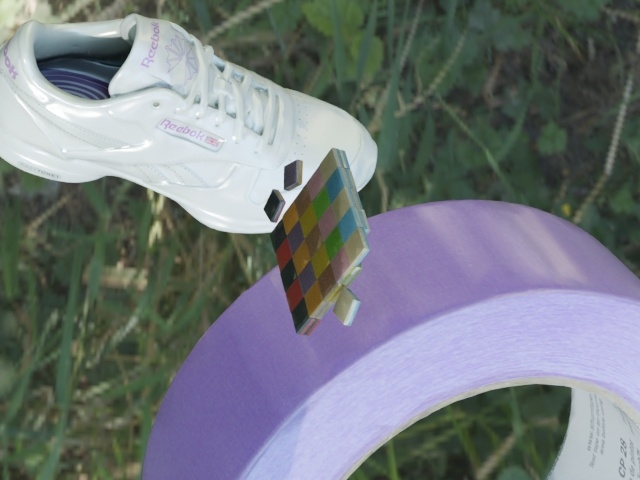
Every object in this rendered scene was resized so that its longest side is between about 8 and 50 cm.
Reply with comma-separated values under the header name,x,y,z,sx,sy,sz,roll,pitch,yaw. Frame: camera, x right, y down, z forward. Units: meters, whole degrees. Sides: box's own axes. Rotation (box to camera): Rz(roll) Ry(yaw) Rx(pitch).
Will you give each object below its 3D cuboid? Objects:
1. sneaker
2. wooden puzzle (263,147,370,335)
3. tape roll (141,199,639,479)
name,x,y,z,sx,sy,sz,roll,pitch,yaw
sneaker,-0.097,-0.089,1.151,0.305,0.114,0.152,9,152,-14
wooden puzzle,0.000,0.000,0.564,0.006,0.083,0.049,12,133,-30
tape roll,0.059,0.121,0.734,0.274,0.090,0.275,-10,121,-18
